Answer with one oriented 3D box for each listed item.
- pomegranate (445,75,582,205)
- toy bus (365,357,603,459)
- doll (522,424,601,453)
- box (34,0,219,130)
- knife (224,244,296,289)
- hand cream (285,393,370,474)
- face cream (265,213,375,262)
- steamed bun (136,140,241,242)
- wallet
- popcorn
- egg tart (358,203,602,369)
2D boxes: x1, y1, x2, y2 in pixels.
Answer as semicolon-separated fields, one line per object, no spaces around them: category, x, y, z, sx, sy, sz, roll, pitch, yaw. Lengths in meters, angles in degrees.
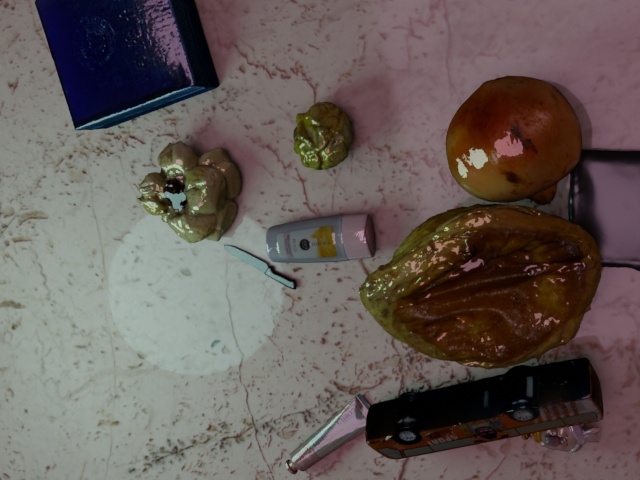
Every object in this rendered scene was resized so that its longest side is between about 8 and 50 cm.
pomegranate;0.298;-0.155;1.310;0.209;0.209;0.209;4;100;21
toy bus;0.267;0.289;1.421;0.409;0.093;0.092;-19;130;28
doll;0.401;0.322;1.403;0.127;0.084;0.073;1;101;30
box;-0.365;-0.372;1.582;0.279;0.116;0.261;-16;92;21
knife;-0.116;0.048;1.603;0.170;0.010;0.023;28;108;17
hand cream;0.018;0.375;1.590;0.210;0.043;0.067;-41;82;17
face cream;0.000;0.000;1.524;0.199;0.057;0.084;-6;97;23
steamed bun;-0.245;-0.095;1.580;0.178;0.106;0.192;33;107;12
wallet;0.577;-0.043;1.292;0.378;0.051;0.197;2;96;21
popcorn;0.000;-0.182;1.469;0.116;0.106;0.120;42;111;0
egg tart;0.263;0.062;1.339;0.340;0.153;0.351;34;122;-23
